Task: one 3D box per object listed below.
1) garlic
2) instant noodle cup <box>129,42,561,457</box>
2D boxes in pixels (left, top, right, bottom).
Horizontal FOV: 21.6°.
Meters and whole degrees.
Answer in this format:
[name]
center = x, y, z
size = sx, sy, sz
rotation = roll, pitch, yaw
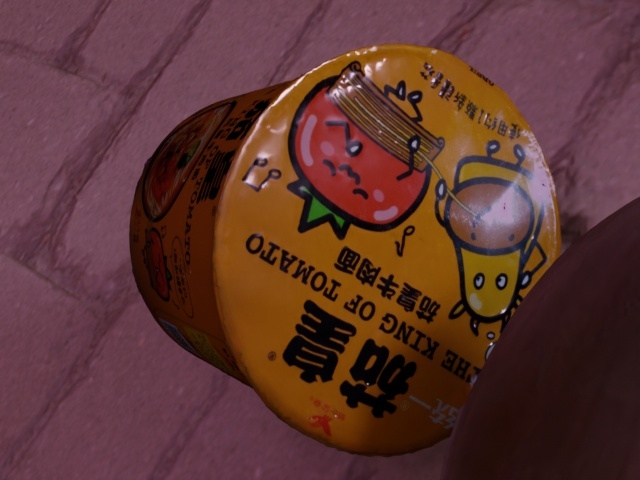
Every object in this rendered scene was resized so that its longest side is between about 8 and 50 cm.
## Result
[garlic]
center = 0.166, 0.100, 0.707
size = 0.279, 0.132, 0.325
rotation = 17, 75, 53
[instant noodle cup]
center = 0.000, 0.000, 0.937
size = 0.172, 0.215, 0.216
rotation = 8, 65, 60
